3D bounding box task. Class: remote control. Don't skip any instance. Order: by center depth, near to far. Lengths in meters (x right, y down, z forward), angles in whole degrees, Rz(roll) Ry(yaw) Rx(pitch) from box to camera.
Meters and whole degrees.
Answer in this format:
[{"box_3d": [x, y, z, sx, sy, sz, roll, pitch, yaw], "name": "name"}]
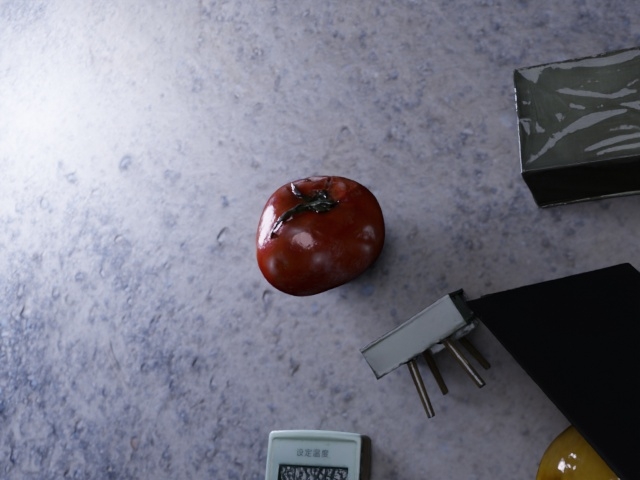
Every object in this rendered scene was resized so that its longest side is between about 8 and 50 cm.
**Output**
[{"box_3d": [-0.012, 0.425, 1.182, 0.145, 0.050, 0.344, -3, 72, 21], "name": "remote control"}]

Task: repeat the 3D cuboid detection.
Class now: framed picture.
[{"box_3d": [0.357, 0.147, 0.993, 0.255, 0.014, 0.339, -11, 40, -25], "name": "framed picture"}]

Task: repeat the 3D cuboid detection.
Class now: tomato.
[{"box_3d": [0.000, 0.000, 1.251, 0.187, 0.151, 0.187, -3, 32, 2], "name": "tomato"}]

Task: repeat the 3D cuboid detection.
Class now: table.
[{"box_3d": [0.146, 0.139, 1.111, 0.121, 0.240, 0.111, -34, 82, 10], "name": "table"}]

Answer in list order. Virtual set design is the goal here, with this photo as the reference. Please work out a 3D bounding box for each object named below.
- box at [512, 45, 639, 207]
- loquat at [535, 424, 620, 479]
[{"box_3d": [0.376, -0.147, 1.147, 0.231, 0.149, 0.156, -6, 72, 20], "name": "box"}, {"box_3d": [0.343, 0.282, 0.992, 0.208, 0.208, 0.208, -7, 71, 20], "name": "loquat"}]
